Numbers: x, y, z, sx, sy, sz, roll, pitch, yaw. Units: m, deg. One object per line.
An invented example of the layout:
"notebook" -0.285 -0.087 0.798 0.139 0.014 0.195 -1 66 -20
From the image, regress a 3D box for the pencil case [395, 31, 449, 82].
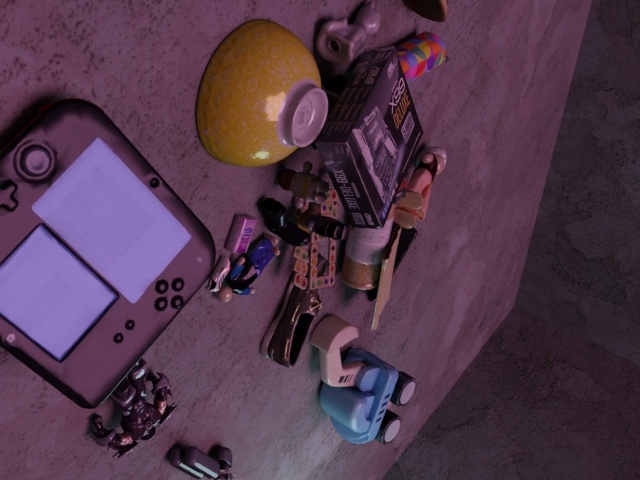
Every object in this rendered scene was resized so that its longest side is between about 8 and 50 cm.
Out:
"pencil case" 0.224 -0.443 1.900 0.236 0.104 0.105 -35 142 -42

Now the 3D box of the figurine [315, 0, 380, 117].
"figurine" 0.072 -0.406 1.683 0.209 0.092 0.215 -48 150 -45

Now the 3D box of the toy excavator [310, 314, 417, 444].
"toy excavator" 0.098 0.439 2.354 0.445 0.222 0.433 2 110 -52

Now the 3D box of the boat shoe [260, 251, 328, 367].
"boat shoe" -0.047 0.178 1.956 0.305 0.091 0.109 -64 154 1

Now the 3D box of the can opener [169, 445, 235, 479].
"can opener" -0.287 0.542 1.890 0.283 0.075 0.095 63 25 -58

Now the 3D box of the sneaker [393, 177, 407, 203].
"sneaker" 0.140 -0.199 1.846 0.097 0.276 0.135 -17 130 4

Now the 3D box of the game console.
"game console" -0.357 0.022 1.137 0.342 0.060 0.387 -54 128 -22

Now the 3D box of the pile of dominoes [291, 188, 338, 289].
"pile of dominoes" 0.000 0.000 1.861 0.196 0.040 0.251 -10 103 -58

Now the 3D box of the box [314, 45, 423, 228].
"box" 0.111 -0.217 1.597 0.308 0.076 0.242 -64 144 -35

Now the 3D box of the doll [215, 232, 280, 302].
"doll" -0.163 0.072 1.702 0.189 0.046 0.129 -47 148 -32

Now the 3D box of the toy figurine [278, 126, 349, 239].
"toy figurine" 0.018 -0.126 1.725 0.209 0.148 0.213 -48 136 -18

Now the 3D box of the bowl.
"bowl" -0.081 -0.256 1.442 0.289 0.156 0.290 -42 147 -36

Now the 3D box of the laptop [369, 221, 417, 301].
"laptop" 0.183 0.042 2.348 0.234 0.136 0.264 -57 178 -13

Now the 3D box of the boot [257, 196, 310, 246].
"boot" -0.079 -0.042 1.678 0.045 0.121 0.099 -54 158 -25

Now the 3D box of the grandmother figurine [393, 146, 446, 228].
"grandmother figurine" 0.293 -0.167 2.194 0.342 0.104 0.208 -56 176 -48

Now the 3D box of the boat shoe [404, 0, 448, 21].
"boat shoe" 0.241 -0.637 1.739 0.123 0.123 0.342 -59 147 -8

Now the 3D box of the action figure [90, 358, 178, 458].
"action figure" -0.369 0.313 1.492 0.185 0.099 0.285 -52 156 -37

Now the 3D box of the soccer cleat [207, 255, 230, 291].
"soccer cleat" -0.217 0.073 1.624 0.035 0.029 0.083 -9 126 -64

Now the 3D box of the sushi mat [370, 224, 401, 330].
"sushi mat" 0.188 0.112 2.170 0.317 0.019 0.151 94 16 -46

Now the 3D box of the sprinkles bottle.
"sprinkles bottle" 0.136 -0.040 2.064 0.121 0.121 0.356 -31 139 -48

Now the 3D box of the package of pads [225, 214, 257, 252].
"package of pads" -0.170 -0.015 1.629 0.050 0.032 0.083 1 112 -59
